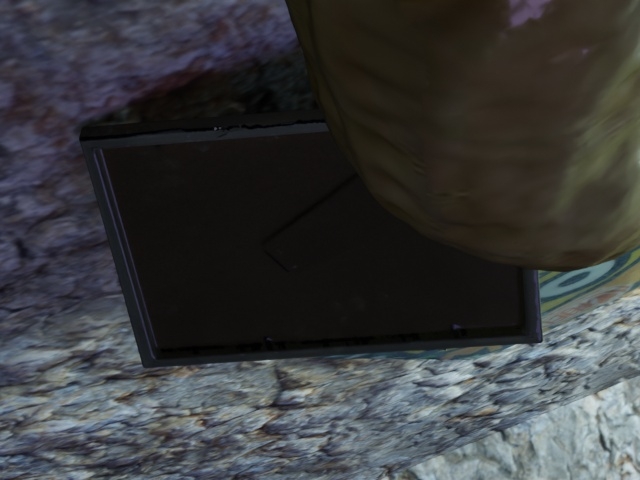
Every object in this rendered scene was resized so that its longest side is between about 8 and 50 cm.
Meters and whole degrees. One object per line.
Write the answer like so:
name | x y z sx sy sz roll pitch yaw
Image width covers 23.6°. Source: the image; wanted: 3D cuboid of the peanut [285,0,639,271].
peanut | 0.084 -0.102 0.646 0.192 0.169 0.387 -39 155 -8

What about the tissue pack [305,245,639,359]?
tissue pack | 0.114 -0.010 1.062 0.228 0.128 0.311 -29 160 27

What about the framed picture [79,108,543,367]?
framed picture | 0.000 0.000 0.889 0.250 0.016 0.184 -5 130 7
